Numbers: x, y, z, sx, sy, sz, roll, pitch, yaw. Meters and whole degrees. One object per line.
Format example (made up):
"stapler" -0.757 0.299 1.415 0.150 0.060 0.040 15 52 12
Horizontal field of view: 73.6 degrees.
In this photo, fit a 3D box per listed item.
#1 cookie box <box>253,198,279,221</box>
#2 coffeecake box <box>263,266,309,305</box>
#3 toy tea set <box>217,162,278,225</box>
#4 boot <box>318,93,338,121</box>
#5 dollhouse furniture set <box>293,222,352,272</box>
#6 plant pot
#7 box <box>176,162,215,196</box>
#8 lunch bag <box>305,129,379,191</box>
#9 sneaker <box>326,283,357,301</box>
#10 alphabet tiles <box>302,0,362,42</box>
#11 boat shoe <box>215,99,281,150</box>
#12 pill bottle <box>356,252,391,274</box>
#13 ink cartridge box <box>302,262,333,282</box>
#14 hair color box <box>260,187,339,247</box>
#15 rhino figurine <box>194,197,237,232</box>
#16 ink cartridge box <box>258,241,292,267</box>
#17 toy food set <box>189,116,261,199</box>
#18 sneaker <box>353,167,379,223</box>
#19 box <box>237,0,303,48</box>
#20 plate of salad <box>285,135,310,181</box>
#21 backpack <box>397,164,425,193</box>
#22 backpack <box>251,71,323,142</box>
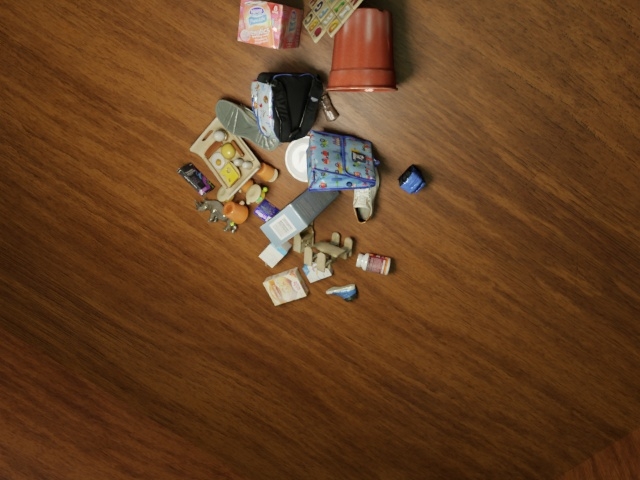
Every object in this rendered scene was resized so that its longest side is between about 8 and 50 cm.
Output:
"cookie box" -0.250 -0.135 1.996 0.092 0.107 0.040 38 119 -5
"coffeecake box" -0.173 0.234 2.172 0.186 0.068 0.142 -20 108 20
"toy tea set" -0.322 -0.212 1.976 0.336 0.200 0.124 -28 149 24
"boot" 0.009 -0.539 1.793 0.106 0.037 0.114 -21 113 23
"dollhouse furniture set" 0.000 0.000 1.949 0.242 0.212 0.161 23 123 32
"plant pot" 0.155 -0.691 1.575 0.273 0.272 0.265 4 107 11
"box" -0.578 -0.286 1.996 0.162 0.116 0.029 44 114 -9
"lunch bag" 0.096 -0.315 1.750 0.293 0.221 0.138 3 147 -11
"sneaker" 0.107 0.272 2.131 0.152 0.058 0.084 -13 103 11
"alphabet tiles" 0.069 -0.874 1.511 0.011 0.285 0.342 21 126 -42
"boat shoe" -0.308 -0.502 1.852 0.320 0.103 0.118 30 118 2
"pill bottle" 0.248 0.107 2.006 0.152 0.086 0.086 12 116 7
"ink cartridge box" -0.012 0.143 2.102 0.122 0.052 0.088 -22 107 20
"hair color box" -0.077 -0.130 1.793 0.185 0.374 0.113 -33 99 33
"rhino figurine" -0.503 -0.135 2.073 0.243 0.073 0.106 30 104 0
"ink cartridge box" -0.225 0.055 2.087 0.090 0.092 0.143 42 116 -8
"toy food set" -0.427 -0.361 1.898 0.220 0.092 0.306 -41 80 23
"sneaker" 0.197 -0.208 1.853 0.106 0.123 0.290 3 114 14
"box" -0.175 -0.790 1.566 0.154 0.300 0.142 15 117 6
"plate of salad" -0.058 -0.358 1.883 0.200 0.048 0.199 3 104 13
"backpack" 0.387 -0.251 1.789 0.101 0.120 0.098 33 116 -4
"backpack" -0.150 -0.530 1.707 0.213 0.277 0.263 22 120 44
